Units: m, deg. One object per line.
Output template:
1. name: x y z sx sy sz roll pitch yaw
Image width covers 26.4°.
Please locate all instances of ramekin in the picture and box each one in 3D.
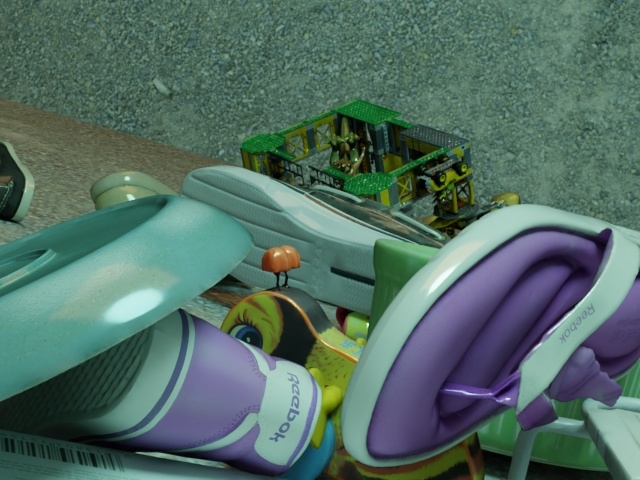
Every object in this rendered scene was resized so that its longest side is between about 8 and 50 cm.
1. ramekin: 0.181 0.104 1.252 0.303 0.148 0.303 13 3 -1

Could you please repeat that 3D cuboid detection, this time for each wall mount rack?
1. wall mount rack: 0.279 0.207 0.887 0.304 0.130 0.350 12 7 2

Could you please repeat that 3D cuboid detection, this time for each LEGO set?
1. LEGO set: 0.060 -0.042 1.795 0.331 0.192 0.255 17 37 42

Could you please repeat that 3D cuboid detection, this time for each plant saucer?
1. plant saucer: -0.191 0.042 0.772 0.318 0.043 0.317 -21 10 4

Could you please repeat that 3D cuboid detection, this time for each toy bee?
1. toy bee: -0.015 0.094 0.976 0.298 0.162 0.195 14 8 -9

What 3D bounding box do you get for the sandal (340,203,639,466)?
1. sandal: 0.166 0.061 0.915 0.102 0.169 0.416 26 22 31

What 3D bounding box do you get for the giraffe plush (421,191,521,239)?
1. giraffe plush: 0.211 0.023 2.094 0.171 0.181 0.210 6 40 15

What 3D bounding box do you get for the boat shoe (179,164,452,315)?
1. boat shoe: 0.000 0.000 1.507 0.335 0.121 0.119 24 27 24

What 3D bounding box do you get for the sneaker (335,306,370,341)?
1. sneaker: 0.066 0.082 1.531 0.094 0.081 0.208 13 8 3

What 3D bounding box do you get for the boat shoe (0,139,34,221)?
1. boat shoe: -0.442 -0.089 1.787 0.079 0.084 0.233 11 11 -30

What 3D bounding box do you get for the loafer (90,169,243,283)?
1. loafer: -0.166 0.006 1.609 0.102 0.092 0.268 -23 -33 35

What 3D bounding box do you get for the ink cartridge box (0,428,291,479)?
1. ink cartridge box: -0.049 0.176 0.686 0.275 0.060 0.239 13 8 -17

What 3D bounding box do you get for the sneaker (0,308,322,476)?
1. sneaker: -0.105 0.106 0.873 0.161 0.102 0.282 23 -14 -30
